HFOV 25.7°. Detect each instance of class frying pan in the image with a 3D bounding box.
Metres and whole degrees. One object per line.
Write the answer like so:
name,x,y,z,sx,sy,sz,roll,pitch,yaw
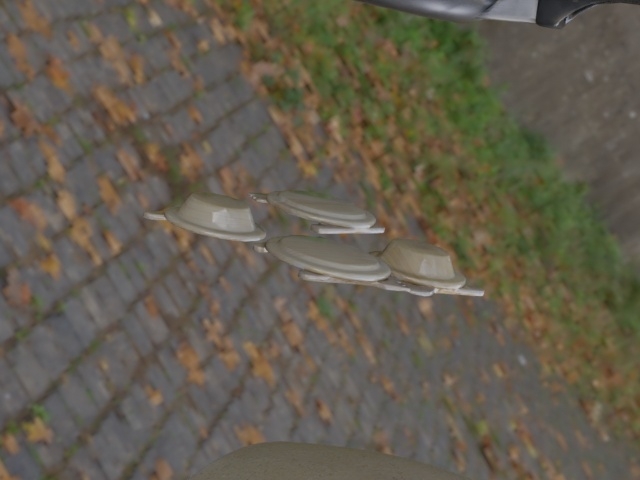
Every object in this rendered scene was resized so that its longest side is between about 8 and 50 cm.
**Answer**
frying pan,0.081,-0.141,0.757,0.326,0.053,0.197,14,12,-4

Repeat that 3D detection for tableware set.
tableware set,0.000,0.000,0.749,0.141,0.020,0.169,2,17,-43

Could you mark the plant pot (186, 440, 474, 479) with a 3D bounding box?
plant pot,-0.004,0.208,0.675,0.191,0.284,0.284,42,5,24
